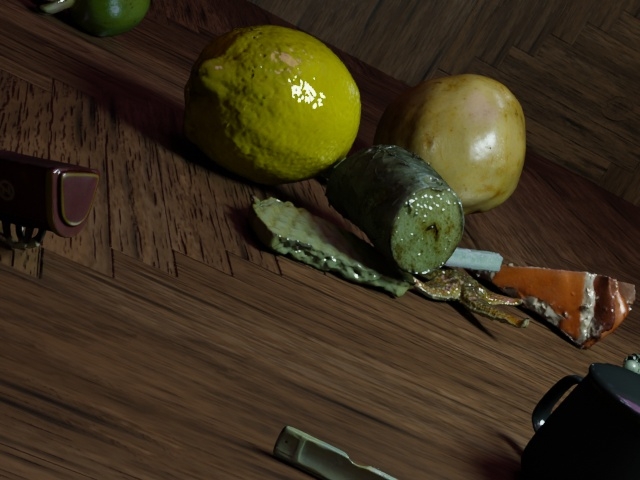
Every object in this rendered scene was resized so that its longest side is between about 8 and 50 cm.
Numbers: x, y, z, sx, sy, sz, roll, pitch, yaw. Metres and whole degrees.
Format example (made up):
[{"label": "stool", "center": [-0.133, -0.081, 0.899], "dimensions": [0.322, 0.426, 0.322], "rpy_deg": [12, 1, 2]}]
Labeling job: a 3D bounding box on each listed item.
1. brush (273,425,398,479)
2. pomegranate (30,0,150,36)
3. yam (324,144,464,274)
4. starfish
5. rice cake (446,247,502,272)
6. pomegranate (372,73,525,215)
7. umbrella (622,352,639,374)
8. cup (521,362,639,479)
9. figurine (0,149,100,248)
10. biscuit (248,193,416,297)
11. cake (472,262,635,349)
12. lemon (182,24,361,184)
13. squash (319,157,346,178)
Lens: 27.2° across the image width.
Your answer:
[{"label": "brush", "center": [0.037, 0.226, 1.269], "dimensions": [0.178, 0.033, 0.030], "rpy_deg": [28, 9, -9]}, {"label": "pomegranate", "center": [-0.401, -0.440, 2.369], "dimensions": [0.179, 0.210, 0.179], "rpy_deg": [39, -17, 15]}, {"label": "yam", "center": [0.116, -0.055, 1.966], "dimensions": [0.154, 0.154, 0.254], "rpy_deg": [23, 10, -26]}, {"label": "starfish", "center": [0.200, 0.075, 2.038], "dimensions": [0.247, 0.050, 0.138], "rpy_deg": [20, 12, 3]}, {"label": "rice cake", "center": [0.207, 0.026, 2.067], "dimensions": [0.207, 0.033, 0.033], "rpy_deg": [8, 6, -39]}, {"label": "pomegranate", "center": [0.246, -0.178, 2.465], "dimensions": [0.307, 0.307, 0.307], "rpy_deg": [28, 15, -8]}, {"label": "umbrella", "center": [0.549, 0.223, 2.206], "dimensions": [0.143, 0.062, 0.067], "rpy_deg": [17, 51, -44]}, {"label": "cup", "center": [0.322, 0.229, 1.528], "dimensions": [0.169, 0.176, 0.223], "rpy_deg": [18, 20, -30]}, {"label": "figurine", "center": [-0.312, -0.041, 1.369], "dimensions": [0.154, 0.098, 0.082], "rpy_deg": [10, 9, 25]}, {"label": "biscuit", "center": [0.000, 0.000, 1.915], "dimensions": [0.273, 0.036, 0.187], "rpy_deg": [21, 18, -30]}, {"label": "cake", "center": [0.382, 0.097, 2.254], "dimensions": [0.287, 0.135, 0.098], "rpy_deg": [15, 13, 24]}, {"label": "lemon", "center": [-0.078, -0.210, 2.040], "dimensions": [0.320, 0.245, 0.245], "rpy_deg": [17, 20, -44]}, {"label": "squash", "center": [0.014, -0.142, 2.325], "dimensions": [0.105, 0.105, 0.132], "rpy_deg": [10, 41, -53]}]
